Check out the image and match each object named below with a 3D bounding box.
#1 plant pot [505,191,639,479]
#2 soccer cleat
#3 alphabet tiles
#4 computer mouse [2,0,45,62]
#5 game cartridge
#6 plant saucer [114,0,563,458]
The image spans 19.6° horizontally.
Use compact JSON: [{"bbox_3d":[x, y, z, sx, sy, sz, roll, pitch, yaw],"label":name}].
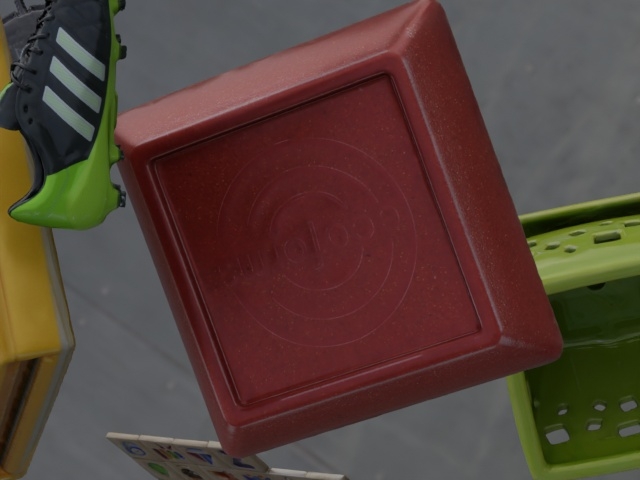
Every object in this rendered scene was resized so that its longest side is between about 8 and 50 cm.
[{"bbox_3d":[0.290,0.078,1.840,0.227,0.228,0.207,-11,26,5],"label":"plant pot"},{"bbox_3d":[-0.146,-0.094,1.031,0.060,0.072,0.179,-160,70,-77],"label":"soccer cleat"},{"bbox_3d":[-0.044,0.223,1.603,0.237,0.198,0.009,0,56,38],"label":"alphabet tiles"},{"bbox_3d":[-0.252,-0.203,1.878,0.184,0.060,0.262,-25,62,-10],"label":"computer mouse"},{"bbox_3d":[-0.234,-0.028,1.216,0.285,0.053,0.323,122,134,-62],"label":"game cartridge"},{"bbox_3d":[0.000,0.000,1.245,0.258,0.259,0.048,-19,4,18],"label":"plant saucer"}]
